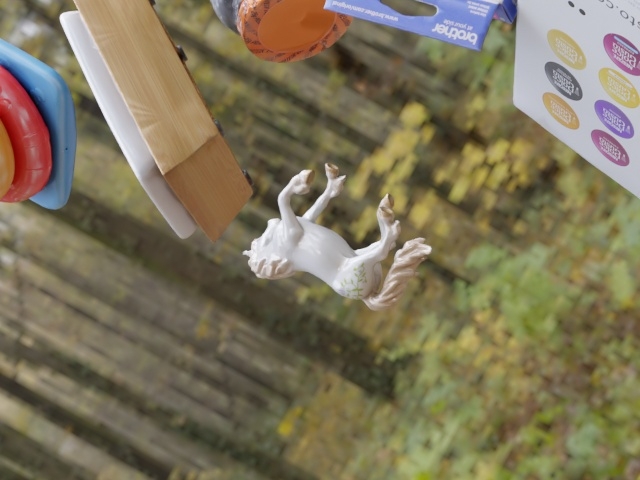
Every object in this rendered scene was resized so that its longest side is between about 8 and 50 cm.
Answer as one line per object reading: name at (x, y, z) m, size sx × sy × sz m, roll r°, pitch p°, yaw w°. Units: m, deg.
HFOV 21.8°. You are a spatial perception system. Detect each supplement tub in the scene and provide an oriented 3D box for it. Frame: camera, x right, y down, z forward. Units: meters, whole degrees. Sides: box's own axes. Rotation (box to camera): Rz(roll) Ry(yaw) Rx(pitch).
supplement tub at (-0.076, -0.398, 2.186) m, size 0.193 × 0.193 × 0.316 m, roll -60°, pitch 42°, yaw 44°

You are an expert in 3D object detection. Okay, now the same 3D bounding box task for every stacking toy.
stacking toy at (-0.389, -0.064, 1.590) m, size 0.302 × 0.165 × 0.175 m, roll -40°, pitch -32°, yaw -41°

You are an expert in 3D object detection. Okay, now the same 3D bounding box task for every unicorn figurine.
unicorn figurine at (0.000, 0.000, 1.251) m, size 0.060 × 0.162 × 0.111 m, roll -10°, pitch -50°, yaw -47°

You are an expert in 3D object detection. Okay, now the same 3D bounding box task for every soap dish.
soap dish at (-0.198, -0.162, 2.066) m, size 0.118 × 0.291 × 0.229 m, roll -29°, pitch -24°, yaw 0°

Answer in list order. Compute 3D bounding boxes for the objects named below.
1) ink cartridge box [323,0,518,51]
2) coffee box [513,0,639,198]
ink cartridge box at (0.143, -0.345, 1.682) m, size 0.311 × 0.186 × 0.065 m, roll -68°, pitch -23°, yaw -9°
coffee box at (0.426, -0.228, 1.625) m, size 0.338 × 0.337 × 0.334 m, roll -44°, pitch -22°, yaw -16°
